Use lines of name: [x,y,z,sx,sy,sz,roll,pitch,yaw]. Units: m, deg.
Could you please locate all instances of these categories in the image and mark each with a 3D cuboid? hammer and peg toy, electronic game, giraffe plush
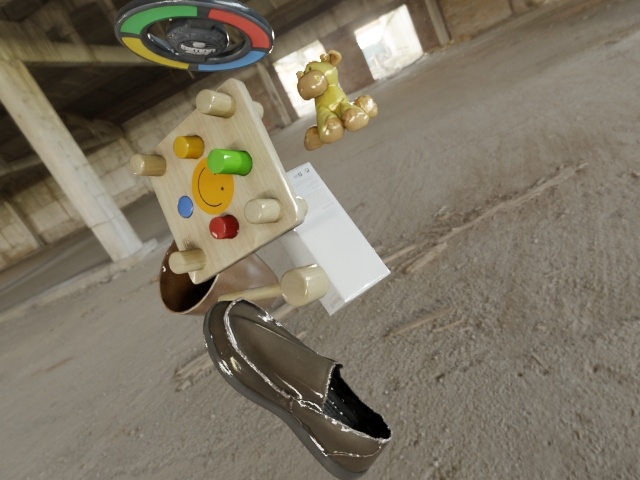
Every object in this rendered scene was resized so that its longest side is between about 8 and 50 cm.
hammer and peg toy: [-0.154,-0.036,0.721,0.266,0.360,0.127,-28,-9,30]
electronic game: [-0.186,-0.306,0.671,0.230,0.048,0.229,-2,0,0]
giraffe plush: [0.017,-0.326,1.005,0.182,0.170,0.210,-23,21,18]

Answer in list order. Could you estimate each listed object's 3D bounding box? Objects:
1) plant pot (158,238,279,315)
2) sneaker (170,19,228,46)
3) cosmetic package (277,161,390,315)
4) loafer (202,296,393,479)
plant pot: [-0.213,0.089,1.035,0.216,0.231,0.215,-17,61,33]
sneaker: [-0.236,-0.392,0.791,0.054,0.152,0.061,-44,16,33]
cosmetic package: [0.000,0.000,1.200,0.155,0.365,0.197,-31,-13,-20]
loafer: [-0.015,0.128,0.428,0.078,0.220,0.080,-45,4,30]
